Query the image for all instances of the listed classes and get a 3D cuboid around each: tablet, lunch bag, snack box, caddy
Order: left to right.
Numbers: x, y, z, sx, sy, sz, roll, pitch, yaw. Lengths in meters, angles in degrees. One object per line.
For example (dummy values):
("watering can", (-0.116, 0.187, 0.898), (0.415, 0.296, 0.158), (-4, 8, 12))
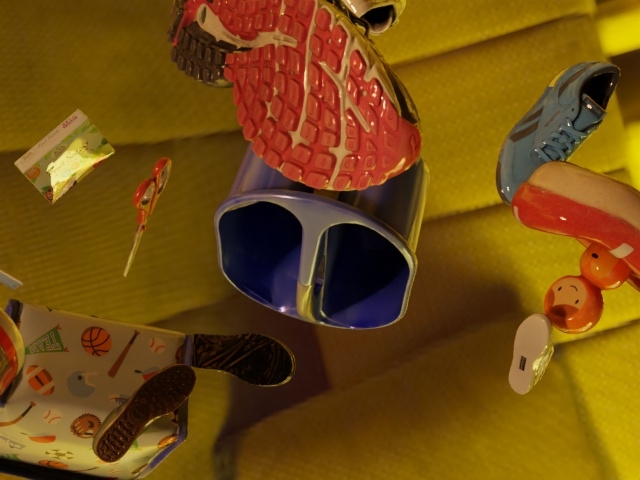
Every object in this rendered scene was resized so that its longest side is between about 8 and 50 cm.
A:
("tablet", (-0.501, 0.050, 1.941), (0.083, 0.054, 0.006), (33, 65, -19))
("snack box", (-0.426, -0.140, 2.100), (0.037, 0.141, 0.100), (43, -8, 37))
("lunch bag", (-0.431, 0.294, 2.134), (0.328, 0.385, 0.239), (16, 58, -22))
("caddy", (0.000, 0.000, 1.511), (0.341, 0.241, 0.179), (93, 11, -64))

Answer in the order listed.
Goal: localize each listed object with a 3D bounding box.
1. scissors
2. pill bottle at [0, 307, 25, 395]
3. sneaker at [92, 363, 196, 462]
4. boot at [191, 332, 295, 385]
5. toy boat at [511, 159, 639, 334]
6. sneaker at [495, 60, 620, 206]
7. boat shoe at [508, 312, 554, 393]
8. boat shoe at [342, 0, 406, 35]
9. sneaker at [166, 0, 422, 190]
("scissors", (-0.322, -0.042, 2.336), (0.109, 0.021, 0.297), (-57, 172, -35))
("pill bottle", (-0.531, 0.214, 1.601), (0.176, 0.176, 0.318), (64, 36, -28))
("sneaker", (-0.278, 0.258, 1.924), (0.192, 0.086, 0.064), (-44, 103, -17))
("boot", (-0.114, 0.228, 2.419), (0.207, 0.246, 0.094), (15, 81, -60))
("toy boat", (0.280, 0.027, 1.256), (0.231, 0.151, 0.151), (37, 2, -16))
("sneaker", (0.280, -0.129, 1.471), (0.069, 0.082, 0.209), (41, 73, -19))
("boat shoe", (0.216, 0.109, 1.254), (0.035, 0.035, 0.100), (-27, 137, -38))
("boat shoe", (0.094, -0.393, 2.128), (0.088, 0.096, 0.267), (62, 15, 8))
("sneaker", (-0.007, -0.133, 0.900), (0.299, 0.112, 0.121), (50, -50, 49))
